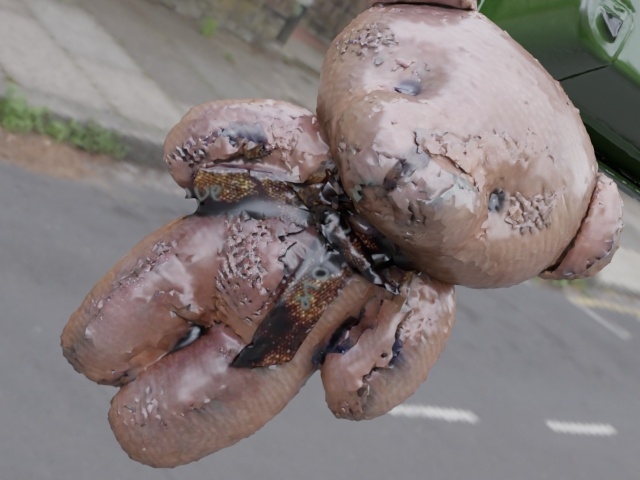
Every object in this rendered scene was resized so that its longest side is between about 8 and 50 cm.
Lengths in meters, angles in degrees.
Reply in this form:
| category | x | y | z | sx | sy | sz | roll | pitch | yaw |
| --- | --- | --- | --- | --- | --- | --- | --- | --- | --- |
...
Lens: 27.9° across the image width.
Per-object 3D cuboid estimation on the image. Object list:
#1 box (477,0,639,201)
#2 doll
| category | x | y | z | sx | sy | sz | roll | pitch | yaw |
| --- | --- | --- | --- | --- | --- | --- | --- | --- | --- |
| box | 0.298 | -0.163 | 0.996 | 0.328 | 0.253 | 0.178 | 30 | -5 | -17 |
| doll | 0.000 | 0.000 | 0.655 | 0.201 | 0.303 | 0.156 | 52 | -1 | 3 |
